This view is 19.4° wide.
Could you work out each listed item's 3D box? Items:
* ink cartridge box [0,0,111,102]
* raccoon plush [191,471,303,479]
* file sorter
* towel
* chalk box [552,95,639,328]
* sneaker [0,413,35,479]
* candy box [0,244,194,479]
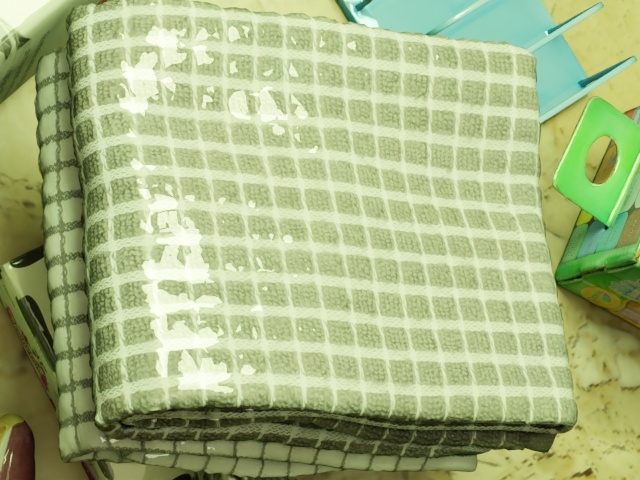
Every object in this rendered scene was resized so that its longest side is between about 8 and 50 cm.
[{"bbox_3d":[-0.233,-0.108,1.001,0.289,0.211,0.121,-44,95,-18],"label":"ink cartridge box"},{"bbox_3d":[0.120,0.203,1.074,0.446,0.216,0.299,-22,68,-31],"label":"raccoon plush"},{"bbox_3d":[0.097,-0.145,1.156,0.118,0.104,0.170,-33,93,-17],"label":"file sorter"},{"bbox_3d":[0.000,0.000,0.981,0.284,0.121,0.235,3,64,-27],"label":"towel"},{"bbox_3d":[0.240,-0.011,1.168,0.213,0.132,0.132,29,77,-10],"label":"chalk box"},{"bbox_3d":[-0.173,0.193,1.060,0.084,0.069,0.185,13,86,-23],"label":"sneaker"},{"bbox_3d":[-0.055,0.039,1.106,0.233,0.071,0.159,-26,90,-19],"label":"candy box"}]
